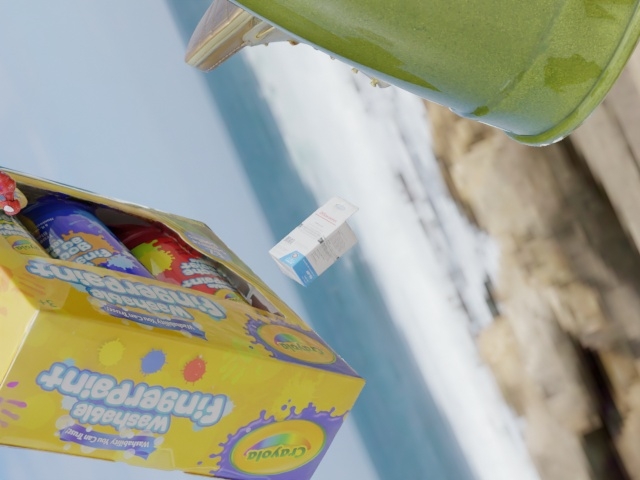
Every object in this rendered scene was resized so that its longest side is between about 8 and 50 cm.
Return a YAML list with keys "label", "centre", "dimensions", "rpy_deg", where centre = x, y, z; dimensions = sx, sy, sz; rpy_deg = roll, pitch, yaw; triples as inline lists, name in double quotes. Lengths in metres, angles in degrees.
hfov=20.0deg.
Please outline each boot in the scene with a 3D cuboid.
- label: "boot"
  centre: [-0.009, -0.234, 2.065]
  dimensions: [0.203, 0.262, 0.095]
  rpy_deg: [36, -146, -26]

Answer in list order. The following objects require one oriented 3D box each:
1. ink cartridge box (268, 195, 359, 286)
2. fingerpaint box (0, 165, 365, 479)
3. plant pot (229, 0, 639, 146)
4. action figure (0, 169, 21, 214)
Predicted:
- label: "ink cartridge box"
  centre: [0.000, 0.000, 1.654]
  dimensions: [0.048, 0.083, 0.028]
  rpy_deg: [32, 159, 56]
- label: "fingerpaint box"
  centre: [-0.233, 0.082, 1.956]
  dimensions: [0.445, 0.163, 0.371]
  rpy_deg: [16, -161, -42]
- label: "plant pot"
  centre: [0.068, -0.297, 1.564]
  dimensions: [0.366, 0.353, 0.366]
  rpy_deg: [-168, 90, -71]
- label: "action figure"
  centre: [-0.262, -0.064, 1.360]
  dimensions: [0.115, 0.030, 0.038]
  rpy_deg: [51, 162, -24]
